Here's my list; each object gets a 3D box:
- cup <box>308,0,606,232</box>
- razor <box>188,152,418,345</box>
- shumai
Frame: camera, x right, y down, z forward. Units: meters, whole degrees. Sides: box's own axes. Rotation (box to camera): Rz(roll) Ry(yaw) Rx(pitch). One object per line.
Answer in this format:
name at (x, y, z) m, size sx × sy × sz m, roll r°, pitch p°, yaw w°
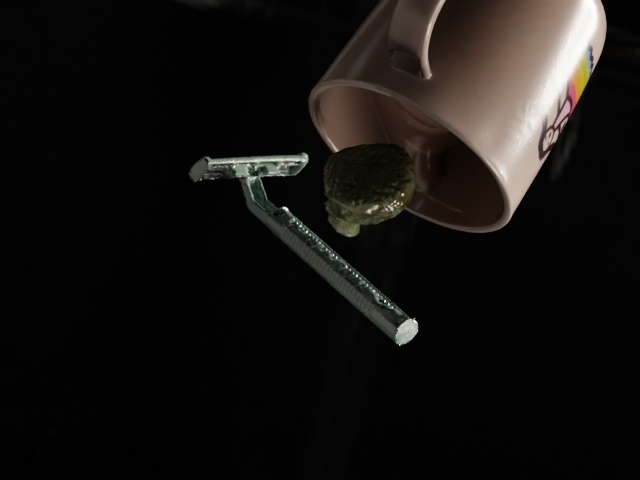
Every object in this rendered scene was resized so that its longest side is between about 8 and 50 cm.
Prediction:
cup at (0.117, -0.158, 1.612) m, size 0.191 × 0.200 × 0.253 m, roll 25°, pitch -22°, yaw 24°
razor at (-0.002, 0.007, 1.268) m, size 0.084 × 0.211 × 0.036 m, roll -5°, pitch -54°, yaw -33°
shumai at (0.036, -0.032, 1.606) m, size 0.082 × 0.083 × 0.080 m, roll 18°, pitch -39°, yaw 15°
